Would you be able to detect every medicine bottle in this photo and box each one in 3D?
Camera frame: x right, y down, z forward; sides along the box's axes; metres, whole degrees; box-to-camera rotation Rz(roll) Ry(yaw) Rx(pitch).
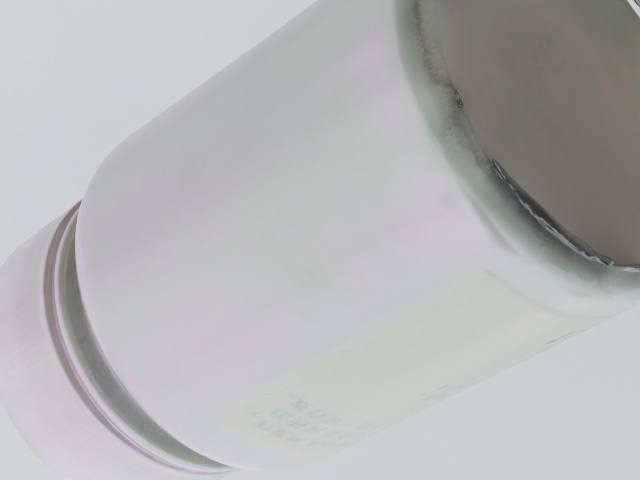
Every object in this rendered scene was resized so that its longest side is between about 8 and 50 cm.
[{"bbox_3d":[0.000,0.000,0.963,0.213,0.378,0.214,27,-131,-35],"label":"medicine bottle"}]
